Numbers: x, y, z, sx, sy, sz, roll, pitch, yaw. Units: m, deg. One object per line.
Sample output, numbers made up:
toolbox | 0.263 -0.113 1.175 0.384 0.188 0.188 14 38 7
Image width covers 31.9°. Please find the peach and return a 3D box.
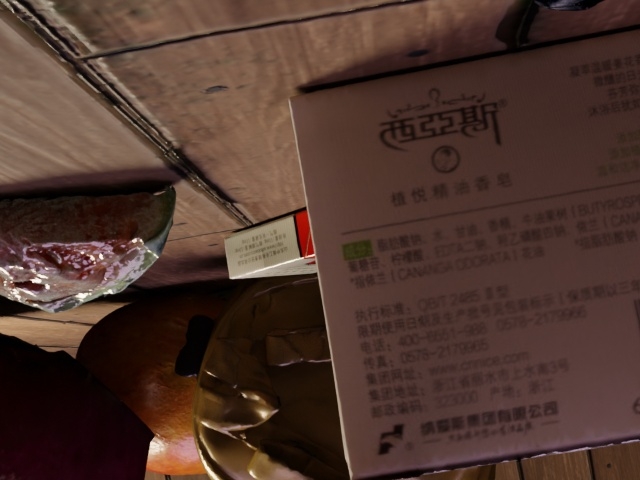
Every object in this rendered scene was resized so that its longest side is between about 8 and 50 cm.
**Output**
peach | -0.196 0.184 1.489 0.281 0.238 0.281 11 141 9

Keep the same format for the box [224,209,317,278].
box | 0.000 0.000 0.990 0.100 0.048 0.152 -5 175 -42

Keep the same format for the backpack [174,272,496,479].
backpack | 0.035 0.163 1.266 0.378 0.353 0.201 19 176 -17

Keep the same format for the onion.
onion | -0.417 0.297 1.248 0.398 0.420 0.398 22 158 9

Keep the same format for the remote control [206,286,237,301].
remote control | -0.043 0.085 1.677 0.123 0.038 0.285 -15 171 39

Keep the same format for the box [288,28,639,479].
box | 0.128 0.005 0.570 0.260 0.194 0.111 -9 173 8

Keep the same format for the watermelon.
watermelon | -0.188 0.009 0.736 0.187 0.071 0.139 -13 168 31

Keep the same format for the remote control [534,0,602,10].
remote control | 0.118 -0.104 0.411 0.039 0.014 0.096 -5 173 -32
